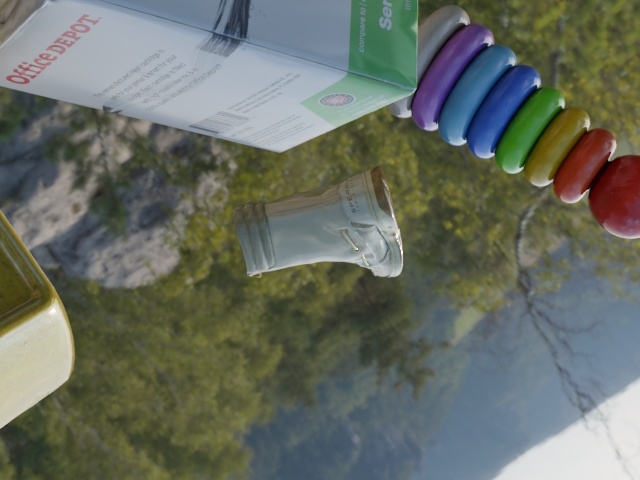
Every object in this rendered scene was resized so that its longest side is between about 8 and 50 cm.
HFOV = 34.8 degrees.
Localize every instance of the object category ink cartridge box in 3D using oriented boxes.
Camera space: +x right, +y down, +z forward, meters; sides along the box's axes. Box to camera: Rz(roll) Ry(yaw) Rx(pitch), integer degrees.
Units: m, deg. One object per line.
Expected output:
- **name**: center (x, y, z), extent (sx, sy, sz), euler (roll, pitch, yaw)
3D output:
- **ink cartridge box**: center (-0.098, -0.174, 0.800), extent (0.289, 0.122, 0.211), euler (11, 166, -33)

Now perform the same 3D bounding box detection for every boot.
- **boot**: center (0.000, 0.000, 1.319), extent (0.203, 0.095, 0.262), euler (-14, 161, 3)

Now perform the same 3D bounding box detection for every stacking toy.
- **stacking toy**: center (0.238, -0.120, 1.117), extent (0.141, 0.330, 0.141), euler (-50, 165, -19)

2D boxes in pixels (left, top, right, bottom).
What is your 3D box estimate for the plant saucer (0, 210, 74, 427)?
- **plant saucer**: center (-0.314, -0.001, 0.612), extent (0.081, 0.333, 0.333), euler (-31, -176, 30)
